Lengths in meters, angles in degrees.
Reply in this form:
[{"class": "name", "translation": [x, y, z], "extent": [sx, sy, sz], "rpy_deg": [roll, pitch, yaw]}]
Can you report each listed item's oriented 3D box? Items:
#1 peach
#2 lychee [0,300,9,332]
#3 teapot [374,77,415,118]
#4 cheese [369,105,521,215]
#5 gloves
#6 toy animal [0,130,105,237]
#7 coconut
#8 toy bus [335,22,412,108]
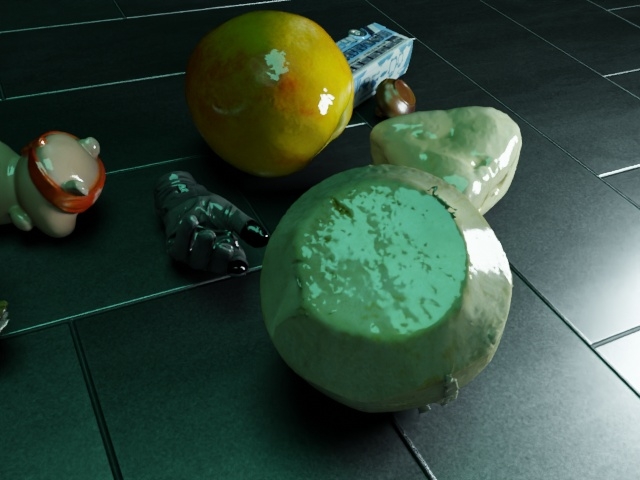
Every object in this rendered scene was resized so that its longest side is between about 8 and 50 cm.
[{"class": "peach", "translation": [-0.104, -0.262, 1.242], "extent": [0.308, 0.289, 0.289], "rpy_deg": [34, 44, 4]}, {"class": "lychee", "translation": [-0.565, 0.015, 0.882], "extent": [0.320, 0.270, 0.270], "rpy_deg": [23, 26, -39]}, {"class": "teapot", "translation": [0.150, -0.289, 1.475], "extent": [0.098, 0.078, 0.129], "rpy_deg": [49, 32, -11]}, {"class": "cheese", "translation": [0.236, -0.107, 1.179], "extent": [0.247, 0.174, 0.251], "rpy_deg": [-14, 42, -9]}, {"class": "gloves", "translation": [-0.174, -0.021, 1.081], "extent": [0.142, 0.119, 0.285], "rpy_deg": [-24, 32, -15]}, {"class": "toy animal", "translation": [-0.443, -0.095, 1.113], "extent": [0.197, 0.171, 0.171], "rpy_deg": [-3, 40, 2]}, {"class": "coconut", "translation": [0.079, 0.069, 0.875], "extent": [0.323, 0.323, 0.323], "rpy_deg": [3, 40, -3]}, {"class": "toy bus", "translation": [0.080, -0.384, 1.552], "extent": [0.131, 0.106, 0.297], "rpy_deg": [28, 43, 19]}]
